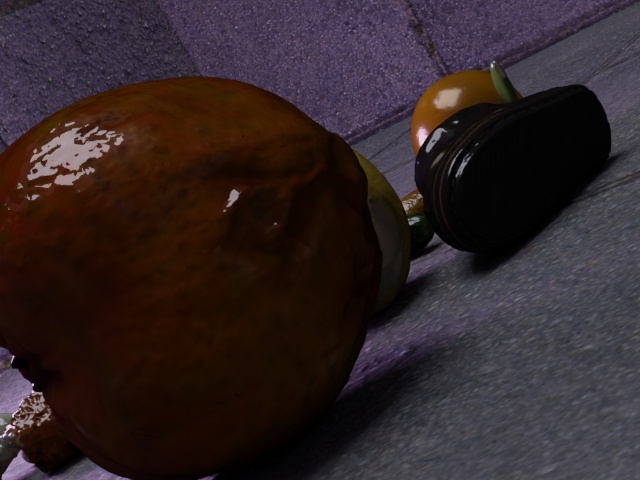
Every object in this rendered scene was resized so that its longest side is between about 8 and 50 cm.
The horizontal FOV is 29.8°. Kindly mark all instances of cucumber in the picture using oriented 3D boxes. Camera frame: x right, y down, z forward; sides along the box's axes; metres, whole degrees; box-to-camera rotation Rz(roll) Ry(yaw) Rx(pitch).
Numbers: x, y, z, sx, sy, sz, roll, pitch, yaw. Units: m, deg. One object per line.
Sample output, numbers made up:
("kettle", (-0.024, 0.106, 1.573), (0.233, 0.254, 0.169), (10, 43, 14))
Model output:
("cucumber", (0.088, 0.014, 1.924), (0.241, 0.074, 0.074), (-20, 13, 41))

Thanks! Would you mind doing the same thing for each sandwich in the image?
("sandwich", (-0.377, 0.239, 1.914), (0.301, 0.162, 0.250), (-32, 3, -33))

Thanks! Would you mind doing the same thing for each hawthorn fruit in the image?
("hawthorn fruit", (-0.144, 0.031, 1.315), (0.472, 0.471, 0.472), (-30, 8, 4))

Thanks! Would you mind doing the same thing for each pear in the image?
("pear", (0.000, 0.000, 1.674), (0.271, 0.271, 0.271), (-30, 8, 4))

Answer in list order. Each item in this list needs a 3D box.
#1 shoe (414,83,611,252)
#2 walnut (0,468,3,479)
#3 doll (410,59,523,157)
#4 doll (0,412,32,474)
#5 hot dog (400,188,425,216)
("shoe", (0.227, -0.096, 1.695), (0.237, 0.171, 0.384), (-13, 17, 46))
("walnut", (-0.515, 0.380, 1.625), (0.204, 0.141, 0.238), (-21, 3, -14))
("doll", (0.263, -0.176, 1.949), (0.213, 0.213, 0.236), (-34, 10, -26))
("doll", (-0.569, 0.373, 1.957), (0.275, 0.113, 0.155), (-33, 11, -20))
("hot dog", (0.244, -0.104, 2.137), (0.286, 0.061, 0.088), (-35, 20, -18))
